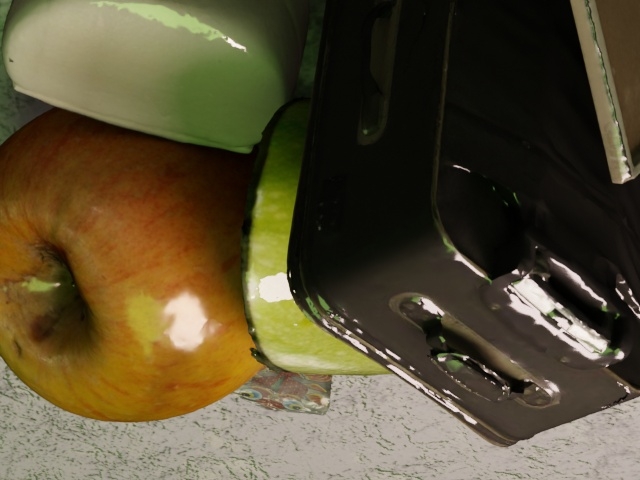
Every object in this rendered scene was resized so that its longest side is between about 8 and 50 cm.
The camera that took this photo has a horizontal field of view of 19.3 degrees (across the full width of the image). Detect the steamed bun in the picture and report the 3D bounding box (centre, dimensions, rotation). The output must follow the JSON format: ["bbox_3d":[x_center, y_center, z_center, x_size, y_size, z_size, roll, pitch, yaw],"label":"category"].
[{"bbox_3d":[-0.126,-0.184,1.518,0.241,0.146,0.164,15,143,-10],"label":"steamed bun"}]

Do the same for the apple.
[{"bbox_3d":[-0.154,0.010,1.662,0.299,0.275,0.299,22,129,30],"label":"apple"}]

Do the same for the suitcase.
[{"bbox_3d":[0.121,-0.074,1.395,0.194,0.434,0.283,-27,131,36],"label":"suitcase"}]

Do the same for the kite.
[{"bbox_3d":[-0.020,0.124,1.997,0.127,0.016,0.229,14,144,-16],"label":"kite"}]

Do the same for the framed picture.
[{"bbox_3d":[0.234,-0.215,1.320,0.020,0.211,0.289,6,123,40],"label":"framed picture"}]

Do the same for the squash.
[{"bbox_3d":[0.000,0.000,1.551,0.210,0.234,0.309,10,-175,44],"label":"squash"}]
